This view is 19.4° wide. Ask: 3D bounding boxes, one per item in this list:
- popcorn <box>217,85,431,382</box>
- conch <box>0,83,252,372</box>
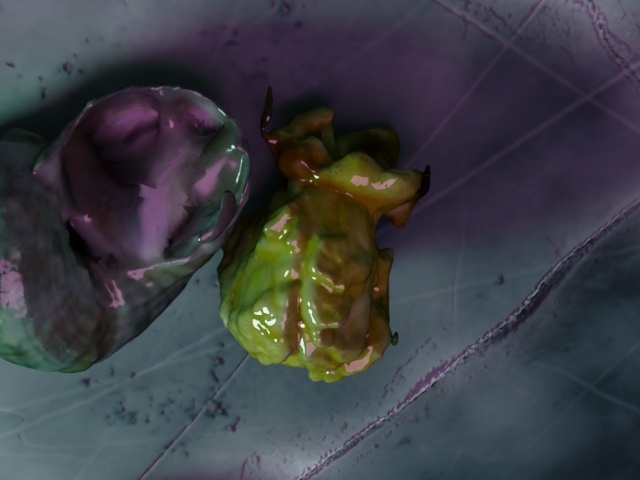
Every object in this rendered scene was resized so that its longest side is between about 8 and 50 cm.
[{"bbox_3d":[-0.002,0.004,1.445,0.173,0.168,0.195,26,111,0],"label":"popcorn"},{"bbox_3d":[-0.191,-0.010,1.392,0.277,0.195,0.220,6,106,9],"label":"conch"}]
